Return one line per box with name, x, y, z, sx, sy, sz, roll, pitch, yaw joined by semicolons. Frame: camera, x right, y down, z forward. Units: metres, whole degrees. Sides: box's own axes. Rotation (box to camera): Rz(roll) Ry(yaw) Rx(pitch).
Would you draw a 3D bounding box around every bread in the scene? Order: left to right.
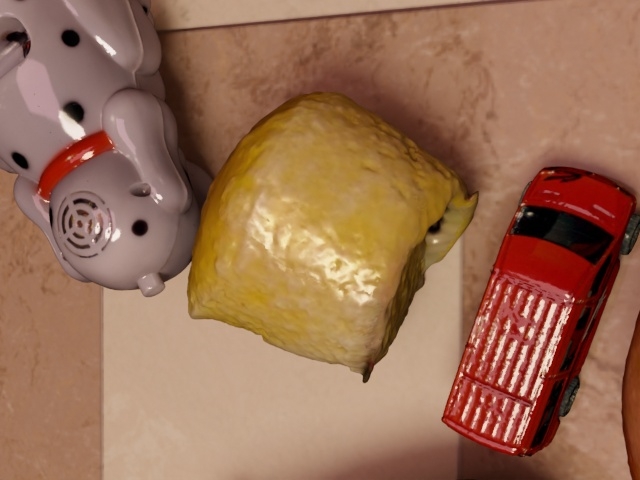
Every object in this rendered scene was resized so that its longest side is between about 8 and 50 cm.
bread;0.000;-0.004;0.707;0.171;0.197;0.197;30;104;11

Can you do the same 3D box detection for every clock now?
clock;-0.171;-0.069;0.784;0.189;0.189;0.253;-37;75;21

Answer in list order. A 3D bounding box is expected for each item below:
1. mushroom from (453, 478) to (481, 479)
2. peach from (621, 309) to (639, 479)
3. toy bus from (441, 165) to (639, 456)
mushroom;0.053;0.310;0.693;0.346;0.259;0.345;0;98;-2
peach;0.301;0.089;0.509;0.308;0.308;0.332;-34;56;22
toy bus;0.148;0.045;0.682;0.081;0.089;0.195;22;100;23
